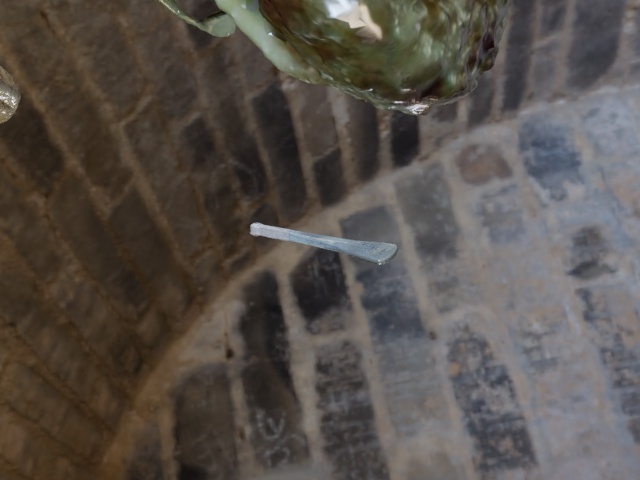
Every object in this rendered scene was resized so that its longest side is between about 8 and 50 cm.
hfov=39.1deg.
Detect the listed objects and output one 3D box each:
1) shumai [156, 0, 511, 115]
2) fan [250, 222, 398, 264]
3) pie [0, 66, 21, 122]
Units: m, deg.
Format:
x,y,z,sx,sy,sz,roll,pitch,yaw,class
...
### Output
x,y,z,sx,sy,sz,roll,pitch,yaw,class
-0.041,-0.302,0.696,0.395,0.348,0.395,-20,-67,-59,shumai
0.000,0.000,1.467,0.057,0.282,0.023,-39,-50,-42,fan
-0.354,-0.104,0.775,0.046,0.195,0.195,62,-179,2,pie
